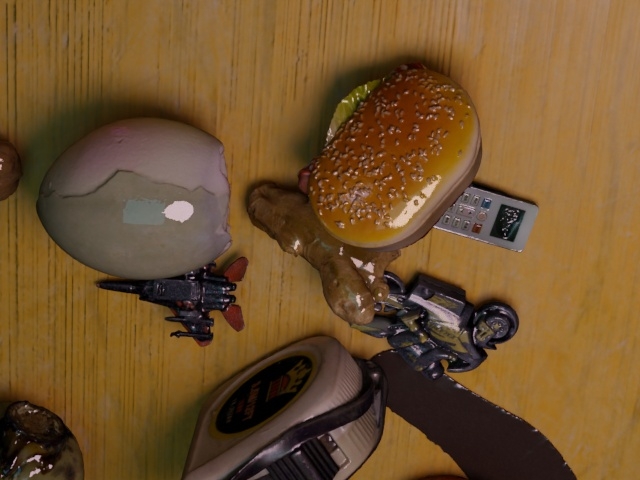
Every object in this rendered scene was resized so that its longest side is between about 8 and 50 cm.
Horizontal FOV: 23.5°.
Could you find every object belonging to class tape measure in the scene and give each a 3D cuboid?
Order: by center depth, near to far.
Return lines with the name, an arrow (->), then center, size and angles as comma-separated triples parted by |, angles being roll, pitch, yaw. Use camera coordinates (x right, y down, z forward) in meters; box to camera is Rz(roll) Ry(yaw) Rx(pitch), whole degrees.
tape measure -> -0.032, 0.234, 1.754 | 0.231, 0.271, 0.133 | -28, 107, 18

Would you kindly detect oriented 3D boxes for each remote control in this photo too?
remote control -> 0.161, -0.040, 1.751 | 0.166, 0.029, 0.065 | 16, 112, -6

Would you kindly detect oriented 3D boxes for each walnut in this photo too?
walnut -> -0.389, -0.082, 1.768 | 0.096, 0.082, 0.079 | 7, 141, 2

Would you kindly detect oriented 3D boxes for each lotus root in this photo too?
lotus root -> -0.402, 0.332, 1.902 | 0.173, 0.173, 0.309 | 28, 112, -6

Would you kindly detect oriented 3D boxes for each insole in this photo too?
insole -> 0.191, 0.239, 1.877 | 0.328, 0.007, 0.111 | 38, 110, -10

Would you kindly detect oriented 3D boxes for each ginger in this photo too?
ginger -> 0.014, -0.004, 1.746 | 0.115, 0.081, 0.205 | -44, 76, 1

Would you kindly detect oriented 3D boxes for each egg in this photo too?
egg -> -0.207, -0.045, 1.702 | 0.217, 0.183, 0.183 | -4, 112, -2

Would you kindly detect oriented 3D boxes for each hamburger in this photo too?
hamburger -> 0.077, -0.088, 1.662 | 0.210, 0.173, 0.116 | -46, 140, -1

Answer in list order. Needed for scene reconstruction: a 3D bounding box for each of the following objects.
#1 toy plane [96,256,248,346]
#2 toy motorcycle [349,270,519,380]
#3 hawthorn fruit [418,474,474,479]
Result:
toy plane -> -0.177, 0.058, 1.810 | 0.189, 0.061, 0.130 | 3, 90, 8
toy motorcycle -> 0.128, 0.105, 1.799 | 0.193, 0.061, 0.124 | 15, 116, -2
hawthorn fruit -> 0.168, 0.368, 1.850 | 0.189, 0.189, 0.189 | 2, 113, 5
